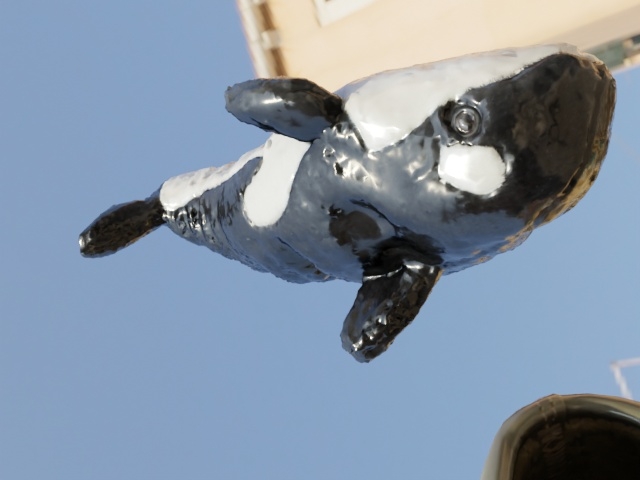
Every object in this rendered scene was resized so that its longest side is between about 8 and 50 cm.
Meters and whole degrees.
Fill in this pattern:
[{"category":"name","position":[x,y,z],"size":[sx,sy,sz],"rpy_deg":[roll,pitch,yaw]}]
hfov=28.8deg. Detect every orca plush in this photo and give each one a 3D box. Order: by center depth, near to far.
[{"category":"orca plush","position":[0.000,0.000,0.542],"size":[0.151,0.287,0.102],"rpy_deg":[23,-114,-52]}]

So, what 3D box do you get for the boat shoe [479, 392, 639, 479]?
[{"category":"boat shoe","position":[0.095,0.125,0.199],"size":[0.109,0.305,0.091],"rpy_deg":[-24,-68,-3]}]
